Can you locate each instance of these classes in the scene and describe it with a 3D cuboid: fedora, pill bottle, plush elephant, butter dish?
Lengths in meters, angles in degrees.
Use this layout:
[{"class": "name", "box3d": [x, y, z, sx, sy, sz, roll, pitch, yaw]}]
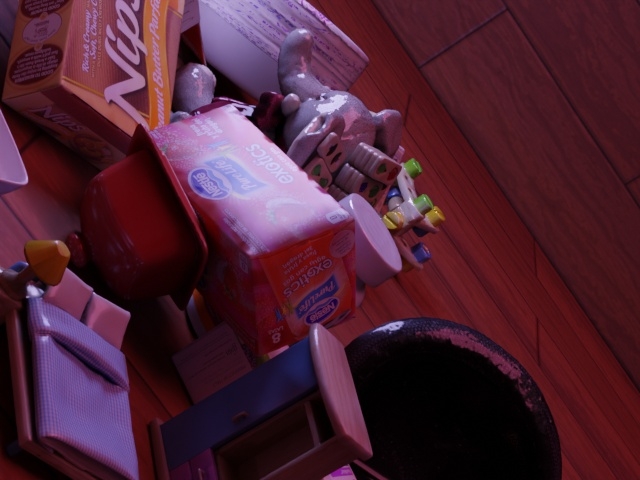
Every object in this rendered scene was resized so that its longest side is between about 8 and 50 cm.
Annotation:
[{"class": "fedora", "box3d": [0.108, 0.248, 1.858, 0.334, 0.334, 0.152, 55, -17, -11]}, {"class": "pill bottle", "box3d": [-0.029, 0.046, 1.770, 0.121, 0.221, 0.121, 51, 17, -22]}, {"class": "plush elephant", "box3d": [-0.052, -0.131, 1.968, 0.330, 0.255, 0.272, 60, 16, 8]}, {"class": "butter dish", "box3d": [-0.194, -0.006, 1.596, 0.160, 0.118, 0.160, 61, -25, 15]}]

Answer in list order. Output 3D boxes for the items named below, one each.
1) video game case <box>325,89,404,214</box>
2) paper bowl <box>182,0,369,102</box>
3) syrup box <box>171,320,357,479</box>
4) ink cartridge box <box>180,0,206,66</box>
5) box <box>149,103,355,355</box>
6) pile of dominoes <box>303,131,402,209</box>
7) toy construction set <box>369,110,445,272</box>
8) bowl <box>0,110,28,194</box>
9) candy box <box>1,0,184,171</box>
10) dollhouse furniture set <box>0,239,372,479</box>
[{"class": "video game case", "box3d": [0.024, -0.076, 2.251, 0.026, 0.206, 0.227, 18, -9, 34]}, {"class": "paper bowl", "box3d": [-0.082, -0.283, 2.268, 0.284, 0.148, 0.284, 37, 3, -3]}, {"class": "syrup box", "box3d": [-0.049, 0.199, 1.657, 0.237, 0.096, 0.093, 61, 16, 16]}, {"class": "ink cartridge box", "box3d": [-0.250, -0.363, 2.068, 0.275, 0.060, 0.239, 52, -16, 20]}, {"class": "box", "box3d": [-0.079, -0.015, 1.644, 0.257, 0.122, 0.128, 44, -33, 43]}, {"class": "pile of dominoes", "box3d": [0.000, 0.000, 1.910, 0.040, 0.251, 0.196, 37, 8, 27]}, {"class": "toy construction set", "box3d": [0.073, -0.102, 2.513, 0.328, 0.151, 0.215, 54, 13, -55]}, {"class": "bowl", "box3d": [-0.336, -0.102, 1.447, 0.142, 0.053, 0.142, 64, 18, 19]}, {"class": "candy box", "box3d": [-0.235, -0.254, 1.756, 0.183, 0.087, 0.316, 37, 51, -50]}, {"class": "dollhouse furniture set", "box3d": [-0.120, 0.148, 1.360, 0.303, 0.198, 0.286, 43, 22, -41]}]
